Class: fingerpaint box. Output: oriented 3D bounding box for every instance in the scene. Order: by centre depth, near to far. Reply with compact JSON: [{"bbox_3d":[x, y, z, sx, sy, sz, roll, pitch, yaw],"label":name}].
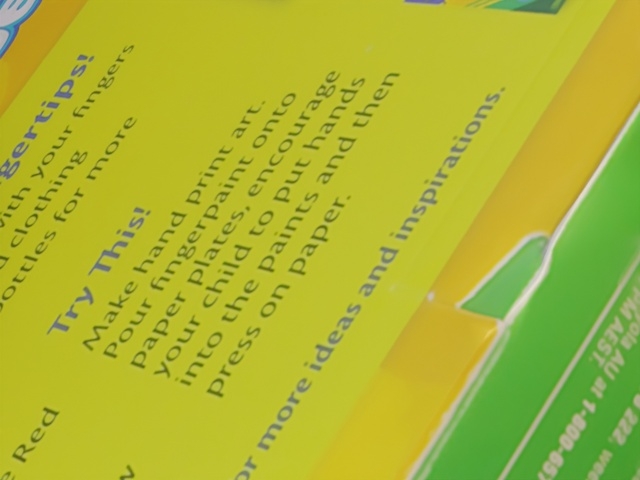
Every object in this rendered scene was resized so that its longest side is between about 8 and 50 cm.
[{"bbox_3d":[0.000,0.000,0.575,0.371,0.163,0.444,12,63,52],"label":"fingerpaint box"}]
